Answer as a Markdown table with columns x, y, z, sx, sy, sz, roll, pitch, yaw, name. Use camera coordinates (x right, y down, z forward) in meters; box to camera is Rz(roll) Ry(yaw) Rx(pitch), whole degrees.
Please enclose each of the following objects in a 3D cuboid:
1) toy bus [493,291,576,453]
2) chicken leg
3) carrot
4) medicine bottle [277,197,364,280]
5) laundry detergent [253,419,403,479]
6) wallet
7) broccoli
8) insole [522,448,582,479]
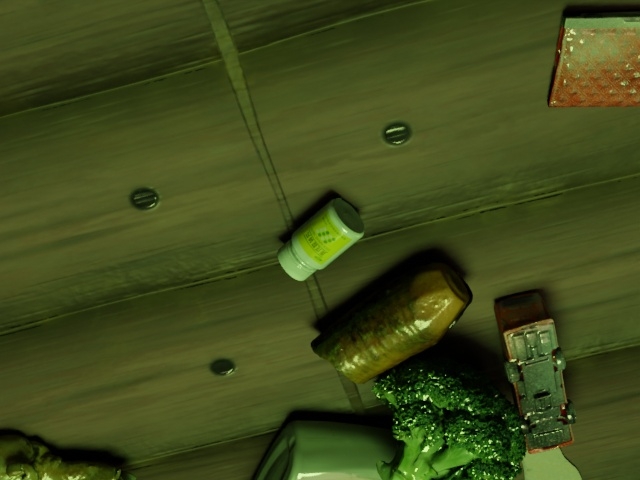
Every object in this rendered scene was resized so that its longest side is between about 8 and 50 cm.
| x | y | z | sx | sy | sz | roll | pitch | yaw | name |
| --- | --- | --- | --- | --- | --- | --- | --- | --- | --- |
| 0.232 | 0.144 | 1.429 | 0.065 | 0.077 | 0.192 | -14 | 129 | 4 | toy bus |
| -0.314 | 0.267 | 1.472 | 0.228 | 0.088 | 0.103 | -1 | 118 | -1 | chicken leg |
| 0.074 | 0.088 | 1.360 | 0.173 | 0.082 | 0.082 | -38 | 125 | 21 | carrot |
| 0.000 | 0.000 | 1.294 | 0.047 | 0.047 | 0.083 | 34 | 119 | -30 | medicine bottle |
| 0.066 | 0.311 | 1.542 | 0.281 | 0.105 | 0.215 | 13 | 128 | -19 | laundry detergent |
| 0.309 | -0.164 | 1.203 | 0.197 | 0.020 | 0.103 | -2 | 131 | -5 | wallet |
| 0.131 | 0.204 | 1.409 | 0.195 | 0.195 | 0.156 | 34 | 99 | -30 | broccoli |
| 0.270 | 0.270 | 1.593 | 0.065 | 0.004 | 0.197 | -21 | 130 | 12 | insole |
